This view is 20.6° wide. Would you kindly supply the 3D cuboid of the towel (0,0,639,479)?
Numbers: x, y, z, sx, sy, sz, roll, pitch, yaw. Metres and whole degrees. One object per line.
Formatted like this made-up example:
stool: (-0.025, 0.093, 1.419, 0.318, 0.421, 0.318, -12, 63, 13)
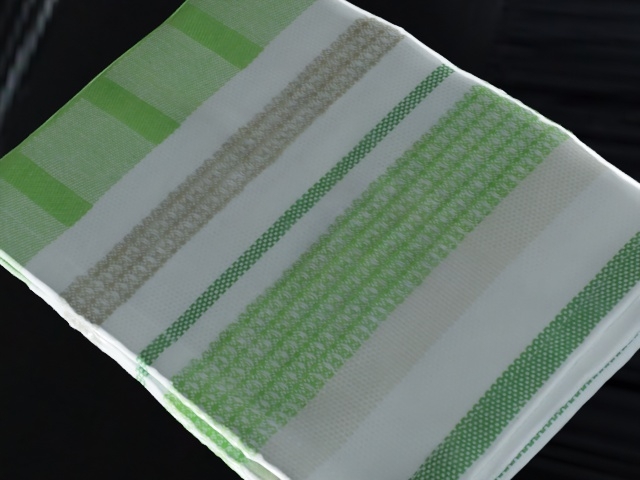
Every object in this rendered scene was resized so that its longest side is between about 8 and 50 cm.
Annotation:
towel: (0.000, 0.000, 0.415, 0.113, 0.152, 0.023, -43, -31, -19)
